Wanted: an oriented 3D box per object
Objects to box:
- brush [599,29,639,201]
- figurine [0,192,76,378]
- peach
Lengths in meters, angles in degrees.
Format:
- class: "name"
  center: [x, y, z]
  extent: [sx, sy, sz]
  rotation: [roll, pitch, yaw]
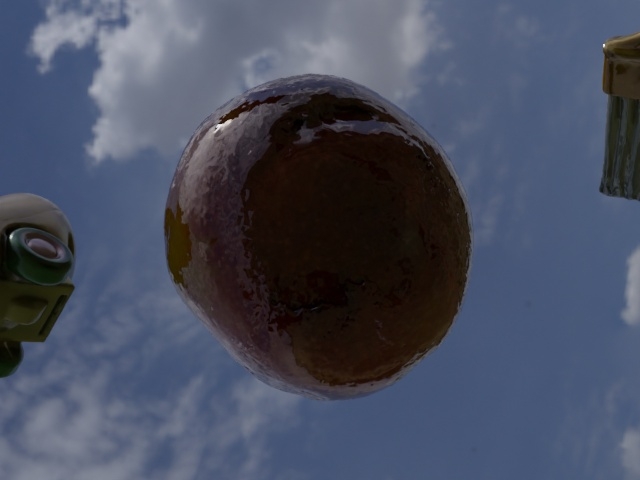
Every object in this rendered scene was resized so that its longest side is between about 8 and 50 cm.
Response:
- class: "brush"
  center: [0.140, -0.106, 0.364]
  extent: [0.272, 0.103, 0.013]
  rotation: [78, -148, -44]
- class: "figurine"
  center: [-0.343, -0.004, 0.972]
  extent: [0.324, 0.222, 0.124]
  rotation: [7, -56, -49]
- class: "peach"
  center: [0.000, 0.000, 0.816]
  extent: [0.231, 0.231, 0.231]
  rotation: [-20, -65, -52]
